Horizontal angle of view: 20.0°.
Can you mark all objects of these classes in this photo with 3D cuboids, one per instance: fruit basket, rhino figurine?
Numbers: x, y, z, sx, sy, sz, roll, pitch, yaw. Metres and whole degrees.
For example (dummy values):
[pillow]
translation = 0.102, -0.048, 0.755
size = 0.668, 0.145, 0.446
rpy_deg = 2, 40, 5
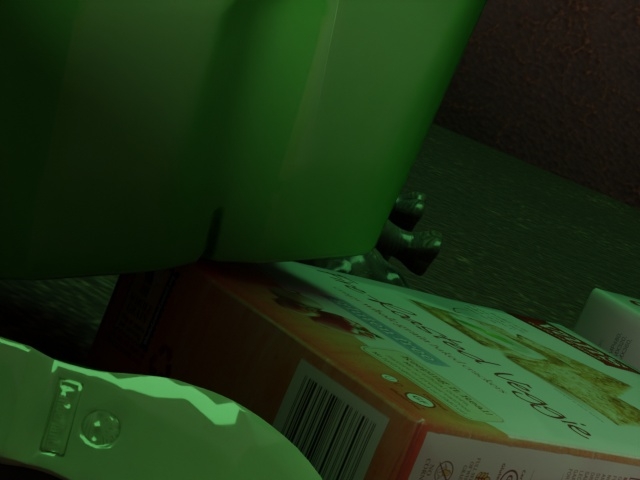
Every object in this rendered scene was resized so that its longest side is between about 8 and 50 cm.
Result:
[fruit basket]
translation = -0.110, -0.174, 0.521
size = 0.392, 0.392, 0.283
rpy_deg = 16, 11, -36
[rhino figurine]
translation = 0.000, 0.000, 0.911
size = 0.106, 0.073, 0.243
rpy_deg = 25, 10, -7

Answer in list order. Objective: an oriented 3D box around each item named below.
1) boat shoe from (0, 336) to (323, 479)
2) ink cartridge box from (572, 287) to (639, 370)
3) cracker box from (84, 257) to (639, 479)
[boat shoe]
translation = -0.062, 0.060, 0.486
size = 0.137, 0.049, 0.043
rpy_deg = 21, -30, -10
[ink cartridge box]
translation = 0.208, 0.095, 0.848
size = 0.127, 0.072, 0.175
rpy_deg = 15, 12, -38
[cracker box]
translation = 0.054, 0.070, 0.635
size = 0.232, 0.067, 0.156
rpy_deg = 15, 11, -43
